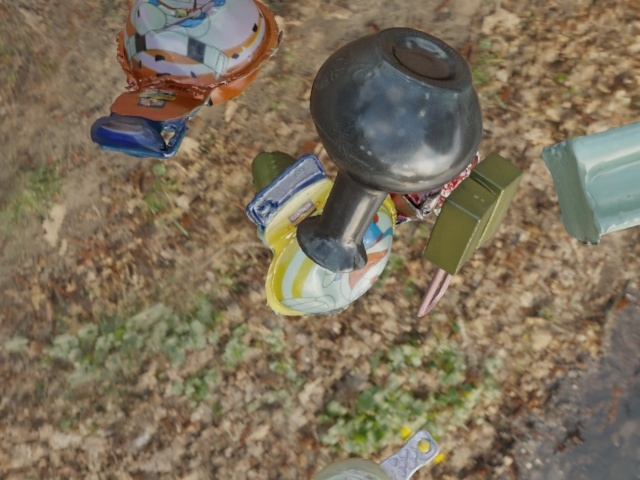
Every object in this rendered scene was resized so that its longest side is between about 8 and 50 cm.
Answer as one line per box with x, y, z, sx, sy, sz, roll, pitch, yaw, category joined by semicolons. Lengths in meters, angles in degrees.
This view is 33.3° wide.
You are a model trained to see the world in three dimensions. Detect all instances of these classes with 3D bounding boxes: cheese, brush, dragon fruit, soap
0.000;0.000;1.114;0.177;0.069;0.270;-41;147;-3;cheese
0.155;0.014;1.219;0.103;0.047;0.233;-41;158;-37;brush
0.069;0.343;1.454;0.227;0.064;0.137;-42;69;4;cheese
0.146;-0.126;1.623;0.274;0.192;0.193;38;123;-6;dragon fruit
0.236;-0.054;0.609;0.198;0.114;0.063;-16;92;4;soap
-0.169;-0.220;1.324;0.217;0.329;0.129;11;140;17;cheese

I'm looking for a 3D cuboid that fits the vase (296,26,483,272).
0.037;-0.055;0.746;0.120;0.120;0.183;7;132;-20;vase

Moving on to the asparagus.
-0.030;-0.027;1.618;0.128;0.382;0.108;3;119;-12;asparagus
